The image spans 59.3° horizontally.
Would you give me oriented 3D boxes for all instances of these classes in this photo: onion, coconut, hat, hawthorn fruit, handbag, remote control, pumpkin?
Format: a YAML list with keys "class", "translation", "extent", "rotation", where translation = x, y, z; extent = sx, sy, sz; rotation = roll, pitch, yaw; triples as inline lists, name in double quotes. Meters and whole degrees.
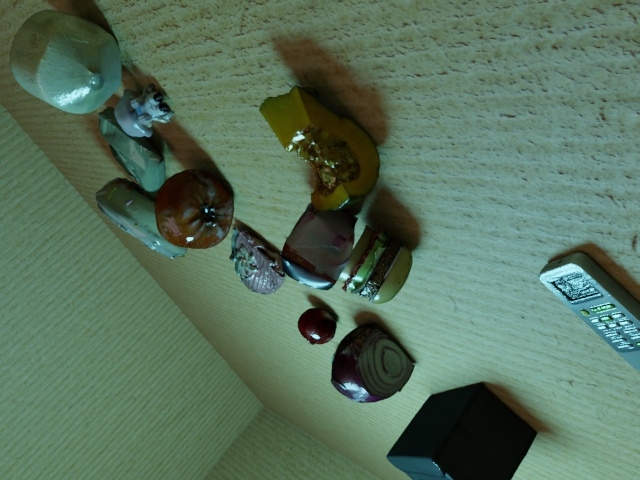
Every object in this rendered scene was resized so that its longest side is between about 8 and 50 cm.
- class: "onion"
  translation: [-0.009, 0.281, 1.824]
  extent: [0.131, 0.131, 0.131]
  rotation: [34, 154, 19]
- class: "coconut"
  translation: [-0.626, -0.446, 1.420]
  extent: [0.247, 0.245, 0.245]
  rotation: [30, 153, 23]
- class: "hat"
  translation: [-0.214, 0.097, 1.845]
  extent: [0.237, 0.107, 0.286]
  rotation: [47, 153, 16]
- class: "hawthorn fruit"
  translation: [-0.390, -0.096, 1.663]
  extent: [0.271, 0.242, 0.242]
  rotation: [15, 144, 51]
- class: "handbag"
  translation: [-0.599, -0.276, 1.810]
  extent: [0.253, 0.109, 0.316]
  rotation: [45, 162, 3]
- class: "remote control"
  translation: [0.481, 0.122, 0.928]
  extent: [0.250, 0.034, 0.103]
  rotation: [44, 156, -2]
- class: "onion"
  translation: [0.128, 0.379, 1.674]
  extent: [0.216, 0.206, 0.207]
  rotation: [48, 155, -10]
- class: "pumpkin"
  translation: [0.009, -0.180, 1.053]
  extent: [0.131, 0.126, 0.248]
  rotation: [-21, 97, 57]

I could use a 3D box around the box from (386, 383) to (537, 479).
- class: "box"
  translation: [0.381, 0.573, 1.564]
  extent: [0.204, 0.251, 0.345]
  rotation: [41, 157, 3]

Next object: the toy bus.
- class: "toy bus"
  translation: [0.000, 0.000, 1.193]
  extent: [0.127, 0.147, 0.303]
  rotation: [30, -168, -3]

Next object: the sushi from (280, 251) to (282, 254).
- class: "sushi"
  translation: [-0.074, 0.063, 1.644]
  extent: [0.047, 0.050, 0.099]
  rotation: [-1, 126, 49]

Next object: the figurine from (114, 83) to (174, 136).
- class: "figurine"
  translation: [-0.490, -0.349, 1.534]
  extent: [0.229, 0.112, 0.137]
  rotation: [-3, 126, 45]

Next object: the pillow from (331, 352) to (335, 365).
- class: "pillow"
  translation: [0.099, 0.475, 2.036]
  extent: [0.134, 0.078, 0.181]
  rotation: [36, 158, 20]

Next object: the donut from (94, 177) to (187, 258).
- class: "donut"
  translation: [-0.619, -0.088, 2.015]
  extent: [0.382, 0.142, 0.382]
  rotation: [36, 177, 2]

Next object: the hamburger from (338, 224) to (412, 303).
- class: "hamburger"
  translation: [0.122, 0.057, 1.211]
  extent: [0.137, 0.175, 0.175]
  rotation: [29, 154, 5]
